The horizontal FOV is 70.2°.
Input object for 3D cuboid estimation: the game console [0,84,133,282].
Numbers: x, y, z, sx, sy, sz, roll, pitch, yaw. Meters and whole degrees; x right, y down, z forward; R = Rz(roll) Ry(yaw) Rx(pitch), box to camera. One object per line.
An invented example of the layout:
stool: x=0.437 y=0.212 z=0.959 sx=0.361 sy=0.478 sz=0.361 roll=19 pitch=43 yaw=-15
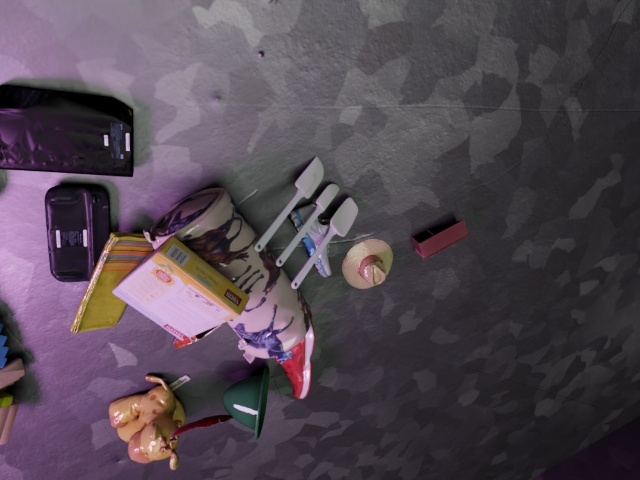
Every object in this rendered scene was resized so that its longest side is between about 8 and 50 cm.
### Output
game console: x=-0.447 y=-0.080 z=0.807 sx=0.213 sy=0.044 sz=0.361 roll=2 pitch=117 yaw=-20

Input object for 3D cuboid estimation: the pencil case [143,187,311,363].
pencil case: x=-0.171 y=0.079 z=0.927 sx=0.183 sy=0.159 sz=0.410 roll=-47 pitch=128 yaw=-22

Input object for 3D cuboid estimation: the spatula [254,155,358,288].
spatula: x=-0.022 y=-0.030 z=0.931 sx=0.168 sy=0.019 sz=0.242 roll=51 pitch=61 yaw=-32

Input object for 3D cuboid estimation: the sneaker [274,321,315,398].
sneaker: x=-0.088 y=0.300 z=1.149 sx=0.128 sy=0.087 sz=0.221 roll=2 pitch=106 yaw=-12

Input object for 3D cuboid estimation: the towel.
towel: x=-0.406 y=0.086 z=0.903 sx=0.102 sy=0.021 sz=0.237 roll=4 pitch=122 yaw=-56

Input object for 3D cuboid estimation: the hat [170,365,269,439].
hat: x=-0.228 y=0.384 z=1.104 sx=0.183 sy=0.208 sz=0.173 roll=6 pitch=73 yaw=0

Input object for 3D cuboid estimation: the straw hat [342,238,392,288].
straw hat: x=0.127 y=0.073 z=1.098 sx=0.144 sy=0.061 sz=0.145 roll=-9 pitch=122 yaw=-15

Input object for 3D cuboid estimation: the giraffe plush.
giraffe plush: x=-0.379 y=0.437 z=1.051 sx=0.210 sy=0.170 sz=0.181 roll=-45 pitch=123 yaw=8

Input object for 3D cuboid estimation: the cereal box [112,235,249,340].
cereal box: x=-0.261 y=0.098 z=0.830 sx=0.173 sy=0.047 sz=0.240 roll=42 pitch=138 yaw=-20

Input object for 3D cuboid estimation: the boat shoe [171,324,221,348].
boat shoe: x=-0.279 y=0.205 z=1.033 sx=0.137 sy=0.043 sz=0.049 roll=-34 pitch=127 yaw=2

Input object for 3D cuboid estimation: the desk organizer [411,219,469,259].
desk organizer: x=0.294 y=-0.011 z=1.122 sx=0.130 sy=0.047 sz=0.050 roll=-28 pitch=122 yaw=-4

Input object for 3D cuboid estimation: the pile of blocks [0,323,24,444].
pile of blocks: x=-0.685 y=0.239 z=0.880 sx=0.112 sy=0.149 sz=0.362 roll=13 pitch=110 yaw=21

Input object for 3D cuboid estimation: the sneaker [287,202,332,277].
sneaker: x=0.000 y=0.000 z=1.006 sx=0.083 sy=0.071 sz=0.191 roll=-31 pitch=125 yaw=-9
